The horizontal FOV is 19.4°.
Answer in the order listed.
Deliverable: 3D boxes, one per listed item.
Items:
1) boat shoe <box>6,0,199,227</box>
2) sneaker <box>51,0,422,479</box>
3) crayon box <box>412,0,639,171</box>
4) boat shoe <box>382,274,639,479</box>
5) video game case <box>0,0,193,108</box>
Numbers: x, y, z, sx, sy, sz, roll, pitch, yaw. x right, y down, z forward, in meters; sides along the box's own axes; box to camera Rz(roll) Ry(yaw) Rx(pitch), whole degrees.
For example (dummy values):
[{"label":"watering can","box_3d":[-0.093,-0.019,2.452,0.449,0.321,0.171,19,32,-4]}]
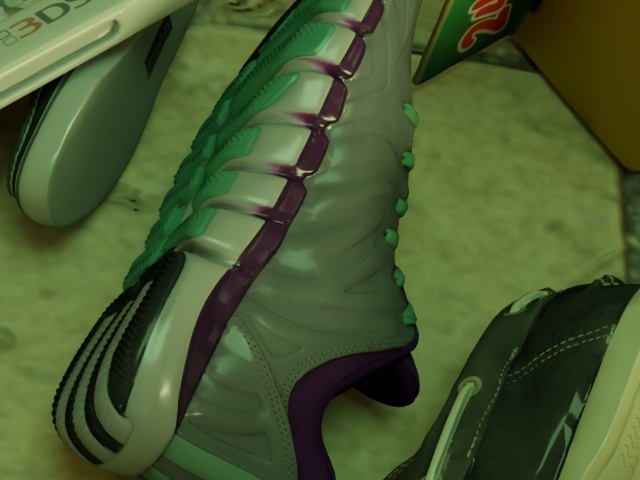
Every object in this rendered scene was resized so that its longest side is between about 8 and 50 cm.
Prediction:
[{"label":"boat shoe","box_3d":[-0.079,-0.062,0.647,0.040,0.049,0.142,11,51,14]},{"label":"sneaker","box_3d":[0.000,0.000,0.618,0.098,0.083,0.224,36,58,-14]},{"label":"crayon box","box_3d":[0.197,-0.147,0.677,0.318,0.202,0.081,-27,67,-27]},{"label":"boat shoe","box_3d":[0.045,0.106,0.557,0.079,0.084,0.233,8,52,39]},{"label":"video game case","box_3d":[-0.142,-0.094,0.636,0.143,0.019,0.157,-33,53,-25]}]
